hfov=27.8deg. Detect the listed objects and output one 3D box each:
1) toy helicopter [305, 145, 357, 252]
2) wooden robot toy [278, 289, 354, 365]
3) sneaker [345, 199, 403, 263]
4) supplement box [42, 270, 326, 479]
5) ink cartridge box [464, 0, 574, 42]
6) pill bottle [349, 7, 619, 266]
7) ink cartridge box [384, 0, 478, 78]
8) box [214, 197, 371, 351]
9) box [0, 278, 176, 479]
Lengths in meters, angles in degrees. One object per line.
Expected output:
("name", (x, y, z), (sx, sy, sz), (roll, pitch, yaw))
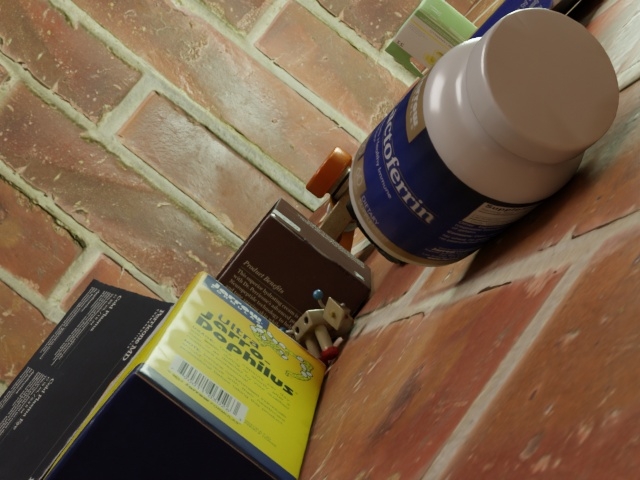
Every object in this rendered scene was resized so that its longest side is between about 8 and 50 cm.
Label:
("toy helicopter", (0.000, 0.000, 2.070), (0.355, 0.140, 0.235), (-53, 2, 17))
("wooden robot toy", (0.008, 0.118, 1.595), (0.079, 0.076, 0.173), (-9, -27, -38))
("sneaker", (0.114, -0.038, 1.559), (0.106, 0.101, 0.267), (-41, 9, -13))
("supplement box", (-0.139, 0.205, 1.389), (0.194, 0.195, 0.356), (-50, 5, 15))
("ink cartridge box", (0.262, -0.291, 1.775), (0.307, 0.072, 0.303), (-37, -4, -37))
("pill bottle", (0.139, -0.086, 1.137), (0.153, 0.153, 0.264), (-54, 5, -29))
("ink cartridge box", (0.203, -0.312, 2.241), (0.056, 0.171, 0.235), (-54, 4, -26))
("box", (-0.057, 0.079, 1.734), (0.203, 0.168, 0.167), (-51, 4, 8))
("box", (-0.323, 0.257, 1.926), (0.343, 0.179, 0.312), (-53, 27, -15))
